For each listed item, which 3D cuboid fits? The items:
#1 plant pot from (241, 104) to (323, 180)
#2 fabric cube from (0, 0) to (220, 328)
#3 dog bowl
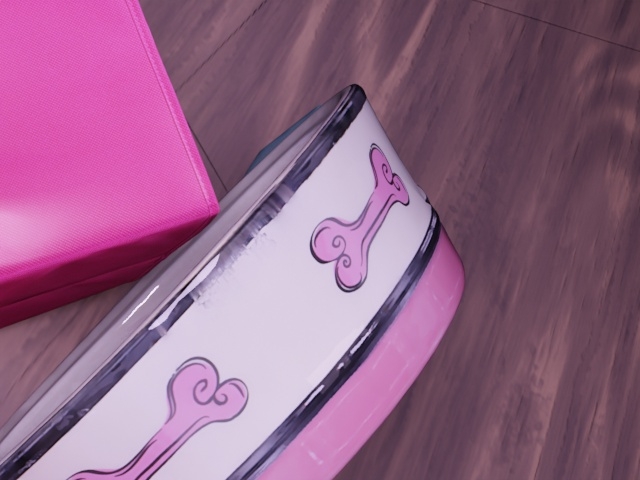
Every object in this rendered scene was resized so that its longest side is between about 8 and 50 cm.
[{"bbox_3d":[0.000,0.000,1.175,0.165,0.166,0.234,30,44,-29],"label":"plant pot"},{"bbox_3d":[-0.263,-0.065,0.846,0.258,0.259,0.254,-21,86,-25],"label":"fabric cube"},{"bbox_3d":[-0.069,0.085,0.847,0.150,0.408,0.408,45,47,-8],"label":"dog bowl"}]
